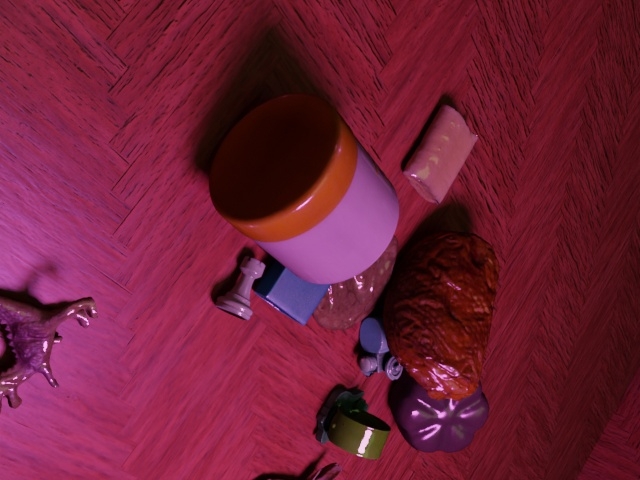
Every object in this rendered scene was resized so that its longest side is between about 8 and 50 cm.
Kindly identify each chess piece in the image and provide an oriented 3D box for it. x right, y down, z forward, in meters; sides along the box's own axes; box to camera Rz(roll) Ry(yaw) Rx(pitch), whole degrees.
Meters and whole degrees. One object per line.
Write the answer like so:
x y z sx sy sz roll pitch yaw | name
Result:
-0.135 0.081 1.267 0.067 0.067 0.103 37 71 -48 | chess piece

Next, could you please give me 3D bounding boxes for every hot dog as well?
0.272 0.164 1.580 0.267 0.174 0.388 36 54 -24 | hot dog

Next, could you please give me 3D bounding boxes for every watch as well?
0.086 0.404 1.580 0.165 0.152 0.131 23 88 -47 | watch

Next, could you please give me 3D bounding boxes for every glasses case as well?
0.001 0.001 1.357 0.117 0.070 0.301 42 75 -35 | glasses case

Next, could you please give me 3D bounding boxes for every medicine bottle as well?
-0.022 -0.079 1.175 0.238 0.238 0.232 -58 140 -9 | medicine bottle

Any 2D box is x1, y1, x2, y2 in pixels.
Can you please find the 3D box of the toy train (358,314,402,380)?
0.179 0.226 1.647 0.248 0.101 0.159 -2 94 -46 | toy train

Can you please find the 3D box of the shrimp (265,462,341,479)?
-0.086 0.555 1.530 0.317 0.077 0.168 -35 128 -27 | shrimp

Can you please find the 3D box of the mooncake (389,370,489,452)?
0.286 0.398 1.750 0.245 0.133 0.245 -4 108 -11 | mooncake

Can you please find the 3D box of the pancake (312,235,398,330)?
0.071 0.081 1.492 0.242 0.050 0.242 -27 135 -31 | pancake

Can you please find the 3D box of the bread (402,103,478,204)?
0.257 -0.181 1.551 0.139 0.060 0.178 38 80 -48 | bread

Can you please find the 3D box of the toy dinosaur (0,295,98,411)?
-0.411 0.117 0.988 0.199 0.072 0.251 -22 133 -27 | toy dinosaur
